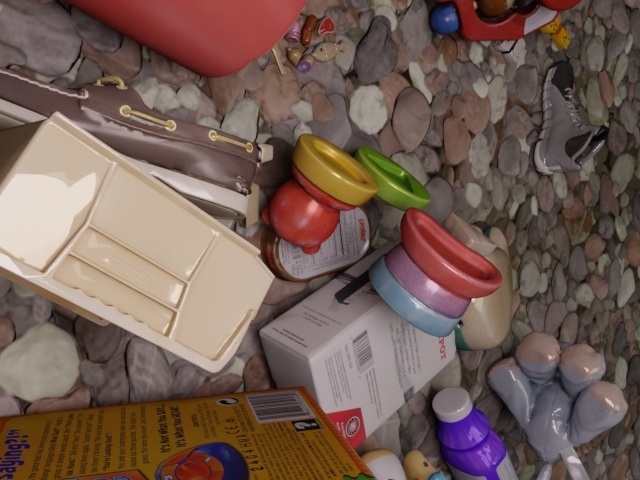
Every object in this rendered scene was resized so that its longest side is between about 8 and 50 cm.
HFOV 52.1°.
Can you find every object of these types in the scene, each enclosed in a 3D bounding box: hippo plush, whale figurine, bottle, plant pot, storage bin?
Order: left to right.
[{"bbox_3d":[-0.223,0.007,0.637,0.260,0.262,0.123,38,70,-35],"label":"storage bin"},{"bbox_3d":[-0.151,-0.315,0.671,0.243,0.275,0.275,36,73,-46],"label":"plant pot"},{"bbox_3d":[0.256,0.074,1.133,0.272,0.141,0.216,-48,125,-53],"label":"whale figurine"},{"bbox_3d":[0.278,0.385,1.173,0.092,0.118,0.283,-39,117,-26],"label":"bottle"},{"bbox_3d":[0.489,0.301,1.252,0.237,0.234,0.294,-6,73,-50],"label":"hippo plush"}]

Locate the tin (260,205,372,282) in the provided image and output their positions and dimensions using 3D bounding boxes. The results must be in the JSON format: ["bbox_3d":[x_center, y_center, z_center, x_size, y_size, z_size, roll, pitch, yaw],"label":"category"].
[{"bbox_3d":[0.000,0.000,0.960,0.190,0.040,0.106,-16,109,-36],"label":"tin"}]

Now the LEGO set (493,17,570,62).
[{"bbox_3d":[0.425,-0.410,1.218,0.093,0.087,0.227,46,68,-32],"label":"LEGO set"}]

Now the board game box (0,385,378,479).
[{"bbox_3d":[-0.138,0.380,0.621,0.356,0.356,0.356,-2,97,-16],"label":"board game box"}]

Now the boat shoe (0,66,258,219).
[{"bbox_3d":[-0.216,-0.117,0.713,0.324,0.116,0.096,20,76,-27],"label":"boat shoe"}]

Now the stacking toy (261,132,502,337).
[{"bbox_3d":[0.090,-0.002,0.897,0.130,0.309,0.279,-53,167,20],"label":"stacking toy"}]

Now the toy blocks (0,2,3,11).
[{"bbox_3d":[-0.395,-0.229,0.604,0.148,0.054,0.123,43,68,-33],"label":"toy blocks"}]

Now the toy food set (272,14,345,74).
[{"bbox_3d":[-0.015,-0.282,0.923,0.122,0.019,0.078,-35,116,-30],"label":"toy food set"}]

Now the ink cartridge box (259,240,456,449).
[{"bbox_3d":[0.066,0.154,0.960,0.273,0.114,0.197,-32,125,-31],"label":"ink cartridge box"}]

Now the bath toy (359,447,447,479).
[{"bbox_3d":[0.031,0.403,0.972,0.348,0.129,0.151,-1,96,-38],"label":"bath toy"}]

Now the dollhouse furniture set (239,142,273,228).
[{"bbox_3d":[-0.113,-0.069,0.840,0.081,0.091,0.114,-2,100,-23],"label":"dollhouse furniture set"}]

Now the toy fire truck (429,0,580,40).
[{"bbox_3d":[0.272,-0.453,1.037,0.254,0.169,0.302,-26,131,0],"label":"toy fire truck"}]

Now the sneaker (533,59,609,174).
[{"bbox_3d":[0.499,-0.238,1.267,0.086,0.132,0.228,6,92,-39],"label":"sneaker"}]
